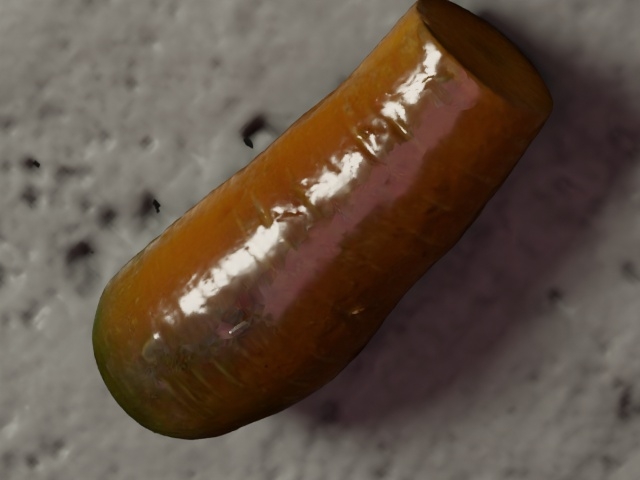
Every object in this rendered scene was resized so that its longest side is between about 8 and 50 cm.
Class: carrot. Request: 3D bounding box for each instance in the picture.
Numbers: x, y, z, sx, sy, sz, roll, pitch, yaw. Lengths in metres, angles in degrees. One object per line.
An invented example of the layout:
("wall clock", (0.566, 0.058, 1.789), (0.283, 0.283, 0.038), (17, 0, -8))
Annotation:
("carrot", (0.000, 0.000, 0.698), (0.193, 0.087, 0.087), (-39, 99, 23))
